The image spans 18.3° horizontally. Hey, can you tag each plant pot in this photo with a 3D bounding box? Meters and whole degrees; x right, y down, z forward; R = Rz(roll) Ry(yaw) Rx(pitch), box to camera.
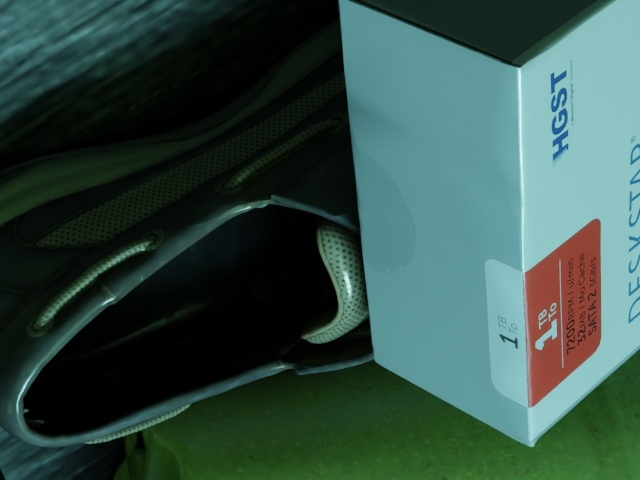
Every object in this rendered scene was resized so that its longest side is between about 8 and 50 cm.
[{"bbox_3d":[0.035,0.157,0.951,0.253,0.276,0.276,-2,124,-14],"label":"plant pot"}]

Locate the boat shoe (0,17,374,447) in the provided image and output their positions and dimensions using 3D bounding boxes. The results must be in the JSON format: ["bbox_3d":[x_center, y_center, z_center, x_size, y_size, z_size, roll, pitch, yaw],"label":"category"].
[{"bbox_3d":[0.000,0.000,0.878,0.355,0.130,0.132,-26,131,-11],"label":"boat shoe"}]

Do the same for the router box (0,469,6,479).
[{"bbox_3d":[-0.248,0.070,0.671,0.243,0.309,0.081,-47,132,10],"label":"router box"}]

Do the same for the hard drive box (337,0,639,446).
[{"bbox_3d":[0.121,-0.061,0.802,0.232,0.089,0.181,-36,137,-31],"label":"hard drive box"}]
